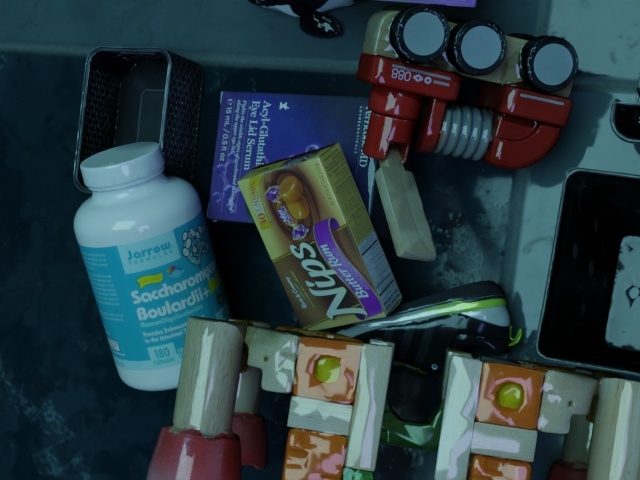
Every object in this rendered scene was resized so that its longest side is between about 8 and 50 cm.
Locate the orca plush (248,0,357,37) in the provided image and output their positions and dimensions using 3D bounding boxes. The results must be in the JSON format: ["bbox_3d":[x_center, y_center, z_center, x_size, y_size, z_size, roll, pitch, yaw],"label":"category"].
[{"bbox_3d":[0.020,-0.309,1.441,0.287,0.102,0.151,19,93,24],"label":"orca plush"}]

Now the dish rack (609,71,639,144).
[{"bbox_3d":[0.418,-0.219,1.275,0.208,0.074,0.272,8,88,23],"label":"dish rack"}]

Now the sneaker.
[{"bbox_3d":[0.104,0.117,1.378,0.234,0.084,0.097,-19,80,22],"label":"sneaker"}]

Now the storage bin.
[{"bbox_3d":[-0.221,-0.140,1.543,0.122,0.084,0.180,5,88,24],"label":"storage bin"}]

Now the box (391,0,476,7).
[{"bbox_3d":[0.028,-0.338,1.355,0.293,0.057,0.201,5,44,5],"label":"box"}]

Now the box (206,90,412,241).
[{"bbox_3d":[-0.009,-0.084,1.432,0.207,0.108,0.153,4,87,24],"label":"box"}]

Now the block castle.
[{"bbox_3d":[0.083,0.205,1.200,0.453,0.303,0.213,8,87,5],"label":"block castle"}]

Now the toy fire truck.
[{"bbox_3d":[0.141,-0.106,1.306,0.217,0.158,0.246,11,99,-14],"label":"toy fire truck"}]

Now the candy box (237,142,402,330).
[{"bbox_3d":[0.000,0.000,1.337,0.109,0.053,0.187,-14,106,32],"label":"candy box"}]

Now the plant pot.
[{"bbox_3d":[0.333,0.048,1.233,0.187,0.167,0.188,8,82,24],"label":"plant pot"}]

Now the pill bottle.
[{"bbox_3d":[-0.192,0.026,1.431,0.146,0.146,0.264,-6,110,23],"label":"pill bottle"}]
